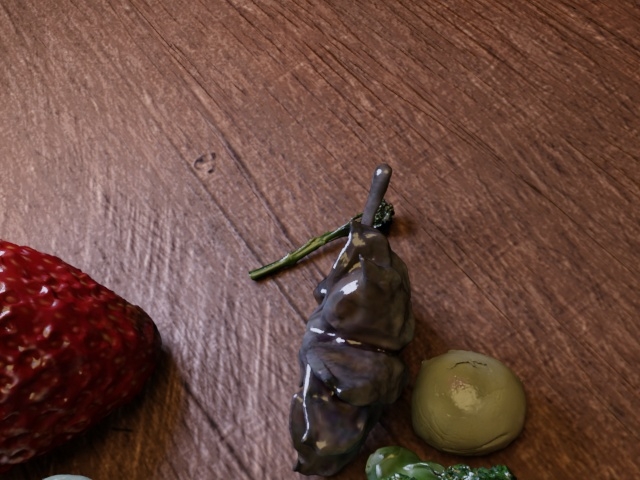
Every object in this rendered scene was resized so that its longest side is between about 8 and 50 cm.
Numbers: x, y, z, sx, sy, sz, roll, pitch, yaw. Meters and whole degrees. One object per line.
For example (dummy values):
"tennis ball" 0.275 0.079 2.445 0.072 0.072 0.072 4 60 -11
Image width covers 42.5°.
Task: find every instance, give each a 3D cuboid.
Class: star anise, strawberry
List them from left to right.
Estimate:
"strawberry" -0.386 0.125 0.998 0.309 0.292 0.292 -29 52 4
"star anise" 0.051 0.101 0.923 0.139 0.316 0.360 14 99 -8

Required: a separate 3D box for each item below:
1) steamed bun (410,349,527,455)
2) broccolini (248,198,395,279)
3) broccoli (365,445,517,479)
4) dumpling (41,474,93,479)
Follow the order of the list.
"steamed bun" 0.160 0.179 0.910 0.129 0.091 0.113 7 59 20
"broccolini" 0.000 -0.001 1.119 0.218 0.042 0.044 -21 52 3
"broccoli" 0.075 0.305 0.783 0.269 0.254 0.269 4 21 -1
"dumpling" -0.239 0.355 0.842 0.320 0.270 0.212 40 95 28
